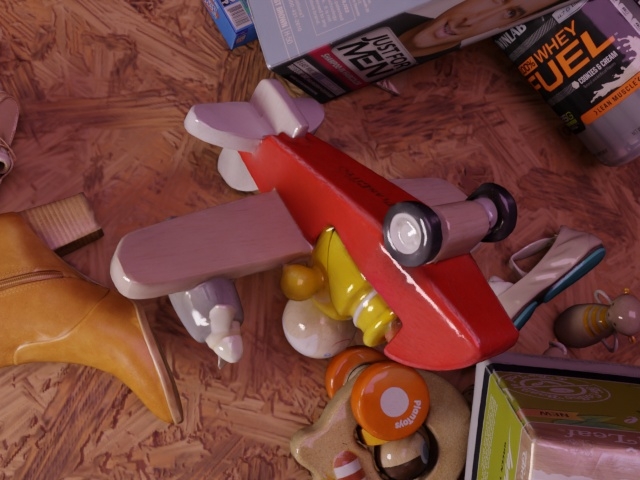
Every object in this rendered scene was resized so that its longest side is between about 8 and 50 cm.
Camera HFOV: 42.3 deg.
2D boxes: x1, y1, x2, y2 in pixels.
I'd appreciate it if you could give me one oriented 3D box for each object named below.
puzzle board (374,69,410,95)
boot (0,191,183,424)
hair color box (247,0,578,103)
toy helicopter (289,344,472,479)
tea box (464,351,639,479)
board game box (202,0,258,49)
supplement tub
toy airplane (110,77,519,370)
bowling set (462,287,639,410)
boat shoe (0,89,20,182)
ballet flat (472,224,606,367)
[{"bbox_3d":[0.083,-0.267,1.109,0.096,0.011,0.128,24,72,-7],"label":"puzzle board"},{"bbox_3d":[-0.294,0.107,0.888,0.211,0.104,0.295,-27,80,-13],"label":"boot"},{"bbox_3d":[0.125,-0.290,0.942,0.375,0.185,0.113,-20,81,17],"label":"hair color box"},{"bbox_3d":[0.047,0.307,0.928,0.235,0.140,0.355,39,82,-13],"label":"toy helicopter"},{"bbox_3d":[0.312,0.250,0.753,0.329,0.323,0.219,5,95,2],"label":"tea box"},{"bbox_3d":[-0.062,-0.362,1.073,0.210,0.047,0.160,-28,85,-18],"label":"board game box"},{"bbox_3d":[0.352,-0.269,1.084,0.194,0.193,0.316,-40,89,-19],"label":"supplement tub"},{"bbox_3d":[0.000,0.000,0.908,0.386,0.384,0.272,12,118,-4],"label":"toy airplane"},{"bbox_3d":[0.282,0.208,0.976,0.200,0.154,0.286,-4,78,-16],"label":"bowling set"},{"bbox_3d":[-0.367,-0.088,0.913,0.059,0.063,0.170,9,71,25],"label":"boat shoe"},{"bbox_3d":[0.256,0.063,1.051,0.248,0.086,0.086,-37,88,-21],"label":"ballet flat"}]
